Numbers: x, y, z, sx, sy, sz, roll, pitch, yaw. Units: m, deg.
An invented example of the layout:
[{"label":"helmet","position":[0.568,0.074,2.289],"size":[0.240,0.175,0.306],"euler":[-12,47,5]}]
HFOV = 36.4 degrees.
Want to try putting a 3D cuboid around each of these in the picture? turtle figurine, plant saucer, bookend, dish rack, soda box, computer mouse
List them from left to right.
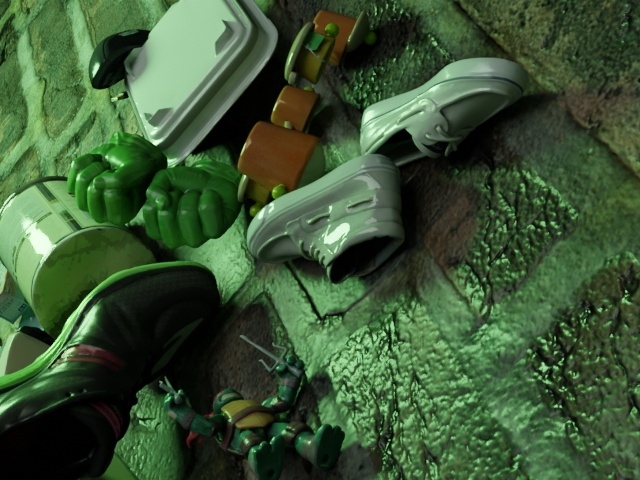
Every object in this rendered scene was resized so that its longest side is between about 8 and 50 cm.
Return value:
[{"label":"soda box","position":[-0.592,0.075,1.881],"size":[0.058,0.063,0.183],"euler":[-44,29,20]},{"label":"plant saucer","position":[-0.518,0.146,1.798],"size":[0.119,0.021,0.119],"euler":[-29,46,35]},{"label":"computer mouse","position":[-0.367,-0.323,1.792],"size":[0.184,0.060,0.262],"euler":[-51,-3,37]},{"label":"dish rack","position":[-0.219,-0.298,1.597],"size":[0.285,0.072,0.333],"euler":[-48,36,14]},{"label":"bookend","position":[-0.183,-0.242,1.632],"size":[0.156,0.072,0.157],"euler":[-14,54,43]},{"label":"turtle figurine","position":[-0.083,0.208,1.167],"size":[0.175,0.118,0.234],"euler":[-26,29,-25]}]

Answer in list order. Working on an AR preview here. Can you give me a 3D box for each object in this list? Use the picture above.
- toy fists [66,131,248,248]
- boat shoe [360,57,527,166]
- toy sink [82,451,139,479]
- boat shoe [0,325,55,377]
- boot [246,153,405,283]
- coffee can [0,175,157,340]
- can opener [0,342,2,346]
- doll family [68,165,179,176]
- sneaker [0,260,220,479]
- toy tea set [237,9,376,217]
[{"label":"toy fists","position":[-0.249,-0.075,1.455],"size":[0.279,0.096,0.142],"euler":[19,53,18]},{"label":"boat shoe","position":[0.143,-0.139,1.170],"size":[0.258,0.095,0.084],"euler":[-22,53,54]},{"label":"toy sink","position":[-0.333,0.376,1.323],"size":[0.234,0.131,0.153],"euler":[26,87,53]},{"label":"boat shoe","position":[-0.547,0.321,1.642],"size":[0.158,0.127,0.341],"euler":[-31,36,42]},{"label":"boot","position":[0.000,0.000,1.229],"size":[0.258,0.095,0.123],"euler":[-33,50,39]},{"label":"coffee can","position":[-0.404,0.029,1.592],"size":[0.202,0.201,0.275],"euler":[-58,36,2]},{"label":"can opener","position":[-0.731,0.289,1.887],"size":[0.283,0.095,0.076],"euler":[-55,37,6]},{"label":"doll family","position":[-0.340,-0.117,1.653],"size":[0.111,0.193,0.076],"euler":[29,114,31]},{"label":"sneaker","position":[-0.296,0.207,1.269],"size":[0.202,0.185,0.483],"euler":[23,51,37]},{"label":"toy tea set","position":[-0.004,-0.181,1.362],"size":[0.200,0.124,0.336],"euler":[99,-164,-84]}]
